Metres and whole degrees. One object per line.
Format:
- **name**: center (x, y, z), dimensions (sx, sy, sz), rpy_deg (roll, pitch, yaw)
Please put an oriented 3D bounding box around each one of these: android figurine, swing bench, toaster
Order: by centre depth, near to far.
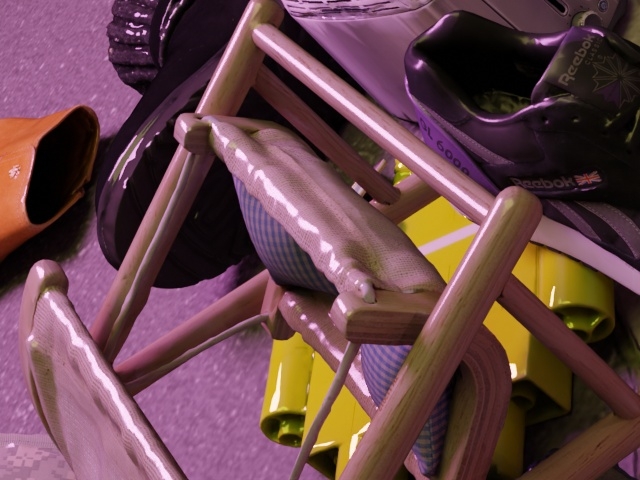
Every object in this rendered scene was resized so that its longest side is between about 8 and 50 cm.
- **swing bench**: center (-0.013, 0.065, 0.769), dimensions (0.255, 0.165, 0.253), rpy_deg (-48, 36, 1)
- **android figurine**: center (0.069, 0.042, 0.995), dimensions (0.248, 0.056, 0.273), rpy_deg (-24, 43, 37)
- **toaster**: center (0.075, -0.160, 1.100), dimensions (0.227, 0.146, 0.129), rpy_deg (8, 64, 54)

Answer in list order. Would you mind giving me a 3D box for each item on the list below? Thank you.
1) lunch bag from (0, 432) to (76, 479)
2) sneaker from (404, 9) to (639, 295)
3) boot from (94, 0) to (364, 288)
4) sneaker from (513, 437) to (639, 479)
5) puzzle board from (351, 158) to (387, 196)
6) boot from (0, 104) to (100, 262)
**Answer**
- **lunch bag**: center (-0.244, 0.255, 1.071), dimensions (0.287, 0.169, 0.235), rpy_deg (-21, 39, 27)
- **sneaker**: center (0.159, -0.042, 0.843), dimensions (0.283, 0.124, 0.107), rpy_deg (16, 64, 35)
- **boot**: center (-0.100, -0.121, 1.288), dimensions (0.260, 0.131, 0.348), rpy_deg (12, 57, 48)
- **sneaker**: center (0.099, 0.159, 0.812), dimensions (0.300, 0.111, 0.121), rpy_deg (-1, 48, 44)
- **puzzle board**: center (0.000, 0.000, 1.114), dimensions (0.128, 0.011, 0.096), rpy_deg (-54, 0, -3)
- **boot**: center (-0.314, 0.006, 1.460), dimensions (0.211, 0.104, 0.295), rpy_deg (-11, 46, 46)
